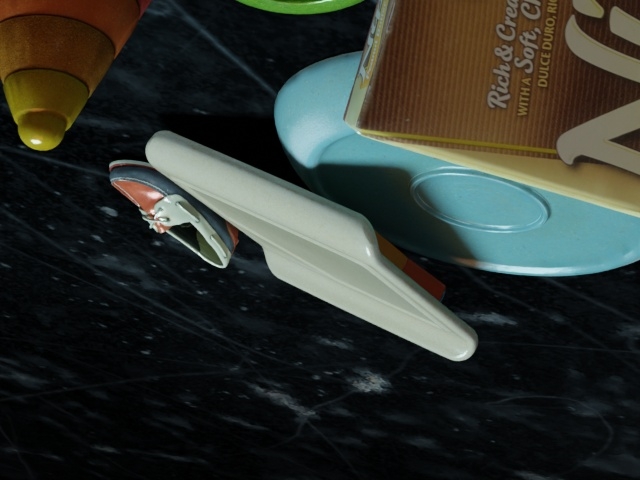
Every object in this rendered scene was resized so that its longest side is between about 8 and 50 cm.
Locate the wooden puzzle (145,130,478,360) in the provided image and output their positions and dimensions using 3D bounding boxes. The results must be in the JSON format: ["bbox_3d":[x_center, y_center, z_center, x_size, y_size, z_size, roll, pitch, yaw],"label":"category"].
[{"bbox_3d":[0.000,0.000,1.465,0.221,0.044,0.238,24,168,32],"label":"wooden puzzle"}]

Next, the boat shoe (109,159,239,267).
[{"bbox_3d":[-0.121,-0.023,1.550,0.049,0.043,0.137,-6,150,46],"label":"boat shoe"}]

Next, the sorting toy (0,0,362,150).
[{"bbox_3d":[-0.041,-0.121,1.056,0.365,0.126,0.127,-5,155,20],"label":"sorting toy"}]

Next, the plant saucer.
[{"bbox_3d":[0.117,-0.043,1.354,0.318,0.043,0.317,12,160,4],"label":"plant saucer"}]

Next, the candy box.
[{"bbox_3d":[0.188,-0.099,0.945,0.316,0.183,0.087,16,-174,-7],"label":"candy box"}]
